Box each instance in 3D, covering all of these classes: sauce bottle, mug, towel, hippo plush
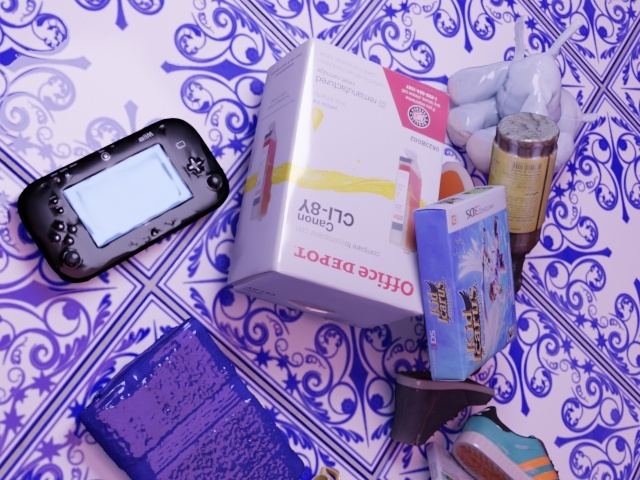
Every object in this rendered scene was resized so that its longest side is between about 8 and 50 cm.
[{"bbox_3d":[0.340,-0.054,1.735,0.111,0.111,0.344,-23,133,-32],"label":"sauce bottle"},{"bbox_3d":[0.019,0.407,1.580,0.064,0.062,0.078,34,71,-29],"label":"mug"},{"bbox_3d":[-0.189,0.299,1.478,0.227,0.076,0.308,-40,101,-23],"label":"towel"},{"bbox_3d":[0.382,-0.246,1.877,0.236,0.234,0.294,21,83,-57],"label":"hippo plush"}]

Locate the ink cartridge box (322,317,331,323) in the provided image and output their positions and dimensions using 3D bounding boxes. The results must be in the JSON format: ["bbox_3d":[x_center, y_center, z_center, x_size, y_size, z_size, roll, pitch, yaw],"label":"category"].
[{"bbox_3d":[0.000,0.000,1.656,0.171,0.056,0.235,-32,98,-31],"label":"ink cartridge box"}]

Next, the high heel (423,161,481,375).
[{"bbox_3d":[0.245,0.052,1.787,0.181,0.127,0.377,46,48,-53],"label":"high heel"}]

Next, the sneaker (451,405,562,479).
[{"bbox_3d":[0.371,0.407,1.702,0.302,0.108,0.121,43,54,0],"label":"sneaker"}]

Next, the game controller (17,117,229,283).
[{"bbox_3d":[-0.292,-0.066,1.494,0.319,0.067,0.166,-32,96,-32],"label":"game controller"}]

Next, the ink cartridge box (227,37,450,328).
[{"bbox_3d":[0.037,-0.082,1.568,0.279,0.160,0.385,18,71,-27],"label":"ink cartridge box"}]

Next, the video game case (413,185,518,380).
[{"bbox_3d":[0.241,0.061,1.588,0.244,0.061,0.270,-20,106,-56],"label":"video game case"}]

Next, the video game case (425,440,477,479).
[{"bbox_3d":[0.275,0.464,1.659,0.227,0.026,0.206,38,20,-19],"label":"video game case"}]

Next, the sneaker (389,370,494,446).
[{"bbox_3d":[0.205,0.292,1.712,0.222,0.083,0.118,10,95,-36],"label":"sneaker"}]
